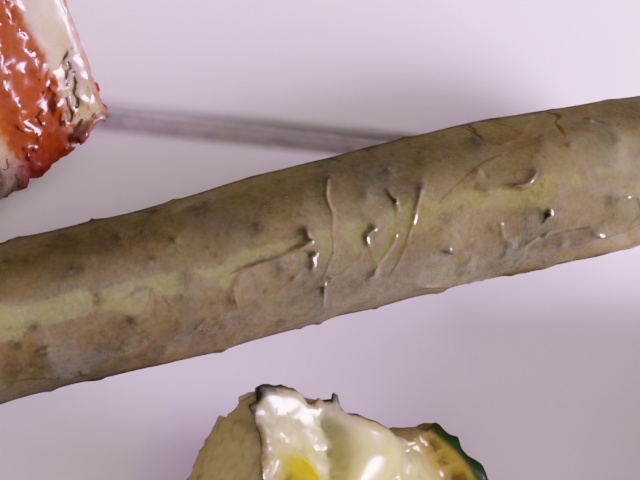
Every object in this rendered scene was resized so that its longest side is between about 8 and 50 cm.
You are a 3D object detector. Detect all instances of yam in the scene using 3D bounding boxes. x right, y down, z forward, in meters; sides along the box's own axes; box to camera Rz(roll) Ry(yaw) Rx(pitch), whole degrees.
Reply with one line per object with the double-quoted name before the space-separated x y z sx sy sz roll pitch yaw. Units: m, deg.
"yam" 0.000 0.000 0.810 0.371 0.083 0.083 -12 91 -14

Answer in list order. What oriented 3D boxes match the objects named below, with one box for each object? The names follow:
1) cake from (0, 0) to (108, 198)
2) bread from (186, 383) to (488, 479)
"cake" -0.190 -0.130 0.722 0.158 0.159 0.262 -35 98 -17
"bread" -0.004 0.206 0.768 0.174 0.133 0.252 21 50 -41
